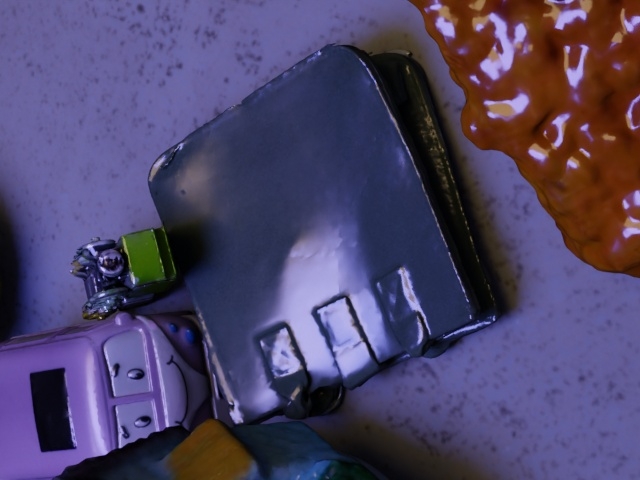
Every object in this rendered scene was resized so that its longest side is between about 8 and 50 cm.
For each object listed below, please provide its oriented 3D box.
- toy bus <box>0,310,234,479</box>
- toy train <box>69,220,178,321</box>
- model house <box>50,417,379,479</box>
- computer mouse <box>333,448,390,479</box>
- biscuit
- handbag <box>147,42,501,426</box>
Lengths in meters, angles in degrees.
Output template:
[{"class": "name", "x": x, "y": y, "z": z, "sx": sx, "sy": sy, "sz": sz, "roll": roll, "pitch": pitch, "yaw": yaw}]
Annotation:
[{"class": "toy bus", "x": -0.185, "y": 0.139, "z": 1.282, "sx": 0.203, "sy": 0.142, "sz": 0.141, "roll": -12, "pitch": 84, "yaw": 40}, {"class": "toy train", "x": -0.167, "y": 0.029, "z": 1.266, "sx": 0.081, "sy": 0.202, "sz": 0.060, "roll": -13, "pitch": 85, "yaw": -13}, {"class": "model house", "x": -0.112, "y": 0.283, "z": 1.096, "sx": 0.230, "sy": 0.249, "sz": 0.280, "roll": 33, "pitch": 117, "yaw": 52}, {"class": "computer mouse", "x": 0.049, "y": 0.297, "z": 1.169, "sx": 0.288, "sy": 0.097, "sz": 0.159, "roll": 43, "pitch": 114, "yaw": 25}, {"class": "biscuit", "x": 0.233, "y": -0.147, "z": 0.981, "sx": 0.312, "sy": 0.110, "sz": 0.318, "roll": -29, "pitch": 101, "yaw": 29}, {"class": "handbag", "x": 0.001, "y": -0.001, "z": 1.209, "sx": 0.248, "sy": 0.079, "sz": 0.260, "roll": -27, "pitch": 76, "yaw": 31}]
